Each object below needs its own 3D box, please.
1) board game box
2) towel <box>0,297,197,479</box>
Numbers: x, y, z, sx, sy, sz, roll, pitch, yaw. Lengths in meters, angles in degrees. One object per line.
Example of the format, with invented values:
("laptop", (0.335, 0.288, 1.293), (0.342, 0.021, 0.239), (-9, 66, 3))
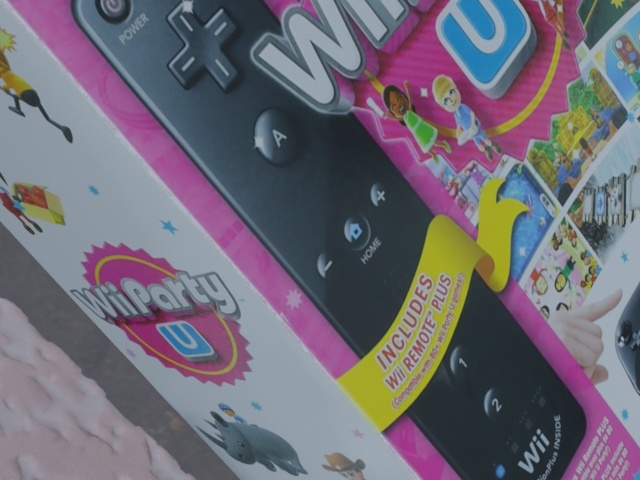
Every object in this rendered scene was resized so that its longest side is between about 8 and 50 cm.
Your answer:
("board game box", (0.024, -0.040, 0.428), (0.303, 0.097, 0.224), (50, 57, -21))
("towel", (-0.161, 0.187, 0.637), (0.332, 0.317, 0.053), (43, 116, 3))
